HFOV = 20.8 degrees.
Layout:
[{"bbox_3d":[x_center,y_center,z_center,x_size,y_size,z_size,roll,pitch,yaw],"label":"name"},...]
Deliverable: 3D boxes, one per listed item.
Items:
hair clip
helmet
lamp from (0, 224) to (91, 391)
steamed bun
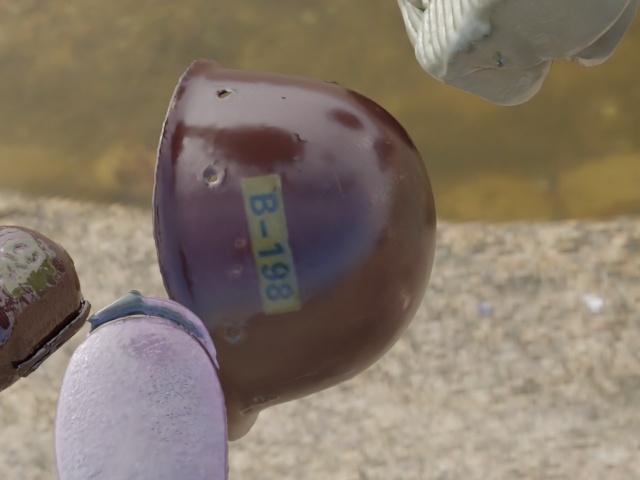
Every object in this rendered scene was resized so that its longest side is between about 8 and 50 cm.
[{"bbox_3d":[-0.098,0.203,1.191,0.110,0.095,0.358,-29,73,24],"label":"hair clip"},{"bbox_3d":[0.000,0.000,1.717,0.230,0.385,0.337,-6,4,15],"label":"helmet"},{"bbox_3d":[-0.389,0.088,2.106,0.180,0.180,0.258,12,35,24],"label":"lamp"},{"bbox_3d":[0.262,-0.334,2.128,0.255,0.368,0.342,18,50,-26],"label":"steamed bun"}]
